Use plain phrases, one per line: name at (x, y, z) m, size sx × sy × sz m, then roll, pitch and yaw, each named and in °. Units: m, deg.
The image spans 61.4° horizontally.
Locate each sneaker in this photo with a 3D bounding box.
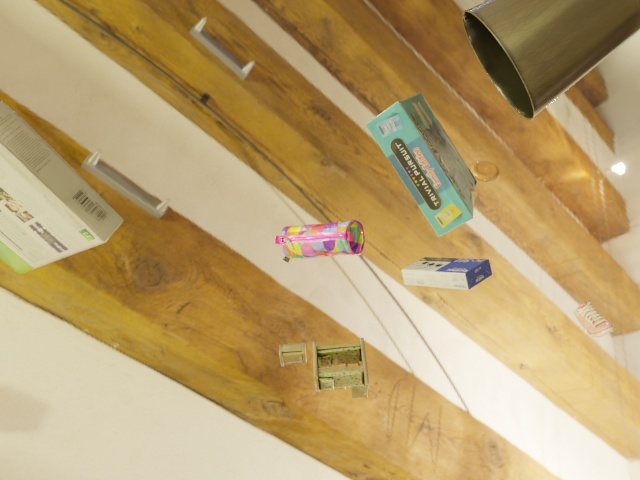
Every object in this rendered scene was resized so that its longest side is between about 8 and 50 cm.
sneaker at (0.637, 0.184, 1.267) m, size 0.070 × 0.051 × 0.134 m, roll 61°, pitch -174°, yaw 4°

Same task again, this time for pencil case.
pencil case at (0.000, 0.000, 1.432) m, size 0.104 × 0.236 × 0.104 m, roll 15°, pitch -108°, yaw -57°

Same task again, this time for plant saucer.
plant saucer at (0.465, -0.199, 1.526) m, size 0.083 × 0.013 × 0.083 m, roll -1°, pitch -132°, yaw 1°

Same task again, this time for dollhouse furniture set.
dollhouse furniture set at (0.010, 0.306, 1.160) m, size 0.181 × 0.161 × 0.101 m, roll -5°, pitch -140°, yaw 1°

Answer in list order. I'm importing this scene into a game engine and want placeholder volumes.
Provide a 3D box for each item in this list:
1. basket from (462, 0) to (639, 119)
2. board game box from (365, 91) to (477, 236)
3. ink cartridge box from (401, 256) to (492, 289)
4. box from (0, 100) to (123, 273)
basket at (0.365, -0.323, 0.805) m, size 0.204 × 0.227 × 0.154 m, roll 64°, pitch -169°, yaw 20°
board game box at (0.226, -0.176, 1.133) m, size 0.254 × 0.079 × 0.336 m, roll 56°, pitch -156°, yaw -5°
ink cartridge box at (0.311, 0.080, 1.347) m, size 0.097 × 0.207 × 0.046 m, roll -23°, pitch -76°, yaw -34°
box at (-0.492, -0.064, 0.861) m, size 0.232 × 0.322 × 0.058 m, roll 52°, pitch -137°, yaw -27°
